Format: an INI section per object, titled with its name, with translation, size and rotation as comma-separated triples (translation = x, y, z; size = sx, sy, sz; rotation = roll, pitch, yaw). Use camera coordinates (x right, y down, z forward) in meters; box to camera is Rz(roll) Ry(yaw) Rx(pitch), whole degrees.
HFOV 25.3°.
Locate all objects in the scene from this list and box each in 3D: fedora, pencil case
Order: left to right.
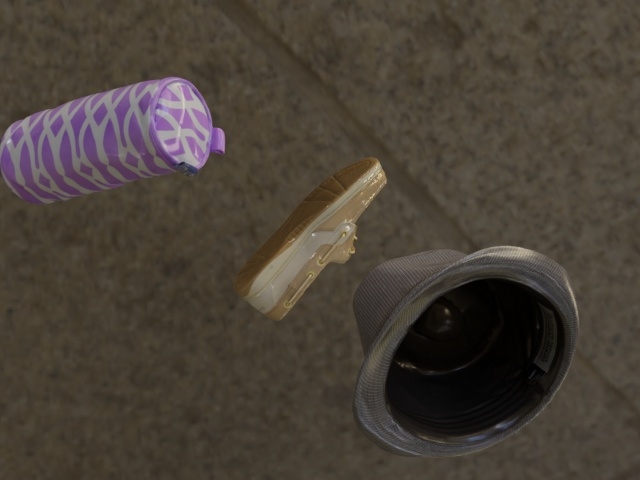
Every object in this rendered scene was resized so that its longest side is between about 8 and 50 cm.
[pencil case]
translation = -0.183, -0.083, 1.231
size = 0.206, 0.086, 0.088
rotation = -8, 164, 35
[fedora]
translation = 0.123, 0.090, 1.406
size = 0.275, 0.124, 0.243
rotation = 16, 110, -39

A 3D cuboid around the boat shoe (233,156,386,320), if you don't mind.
[boat shoe]
translation = 0.000, 0.000, 1.251
size = 0.170, 0.063, 0.059
rotation = -44, 110, -3
